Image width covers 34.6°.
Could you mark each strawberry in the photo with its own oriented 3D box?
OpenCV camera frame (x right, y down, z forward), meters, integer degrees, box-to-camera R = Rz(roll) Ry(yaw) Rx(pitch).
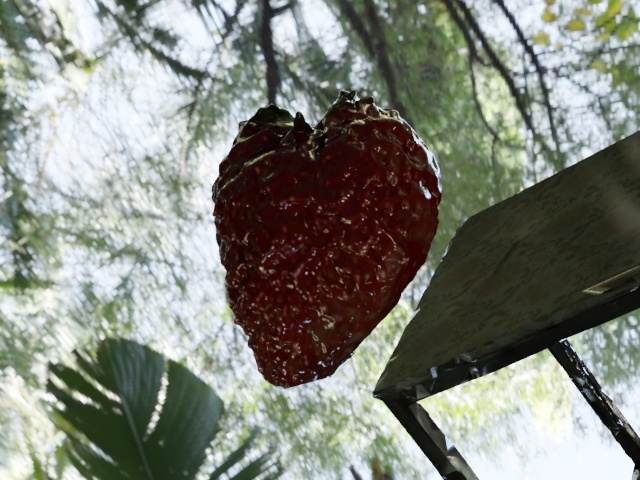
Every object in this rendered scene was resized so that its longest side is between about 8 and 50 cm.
[{"bbox_3d":[0.006,-0.002,0.549,0.131,0.131,0.148,-14,-100,9],"label":"strawberry"}]

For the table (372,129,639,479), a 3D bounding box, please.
[{"bbox_3d":[0.266,0.074,0.611,0.335,0.272,0.222,-29,-167,34],"label":"table"}]
